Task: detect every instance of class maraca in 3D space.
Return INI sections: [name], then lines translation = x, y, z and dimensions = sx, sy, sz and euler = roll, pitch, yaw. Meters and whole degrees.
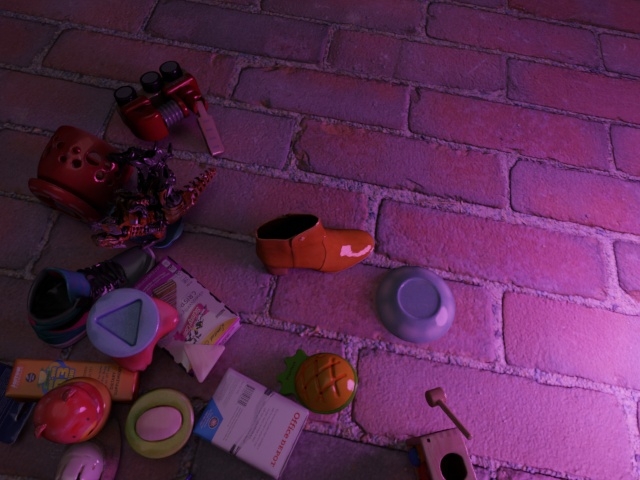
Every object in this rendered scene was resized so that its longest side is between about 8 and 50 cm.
[maraca]
translation = -0.008, 0.295, 0.964
dimensions = 0.185, 0.099, 0.127
euler = 8, 58, 30

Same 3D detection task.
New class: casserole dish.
[casserole dish]
translation = -0.428, -0.040, 1.128
dimensions = 0.188, 0.037, 0.114
euler = 17, 65, 6

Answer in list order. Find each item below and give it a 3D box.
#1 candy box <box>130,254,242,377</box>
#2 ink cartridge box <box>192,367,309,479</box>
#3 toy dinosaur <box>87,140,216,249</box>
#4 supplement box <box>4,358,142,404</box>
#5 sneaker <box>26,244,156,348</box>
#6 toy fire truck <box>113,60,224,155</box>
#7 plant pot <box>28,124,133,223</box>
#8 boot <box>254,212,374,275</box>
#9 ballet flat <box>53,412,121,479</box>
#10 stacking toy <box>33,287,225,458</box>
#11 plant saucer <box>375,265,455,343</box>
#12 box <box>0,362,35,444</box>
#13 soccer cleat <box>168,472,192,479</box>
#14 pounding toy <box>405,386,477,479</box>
[candy box]
translation = -0.315, 0.166, 1.017
dimensions = 0.233, 0.071, 0.159
euler = 37, 69, 13
[ink cartridge box]
translation = -0.137, 0.370, 0.924
dimensions = 0.190, 0.082, 0.140
euler = 26, 66, 7
[toy dinosaur]
translation = -0.390, -0.106, 1.060
dimensions = 0.164, 0.219, 0.322
euler = 0, 29, 23
[supplement box]
translation = -0.493, 0.289, 0.924
dimensions = 0.233, 0.080, 0.078
euler = 5, 65, -11
[sneaker]
translation = -0.501, 0.091, 0.981
dimensions = 0.123, 0.178, 0.295
euler = 37, 67, 13
[toy fire truck]
translation = -0.389, -0.326, 1.222
dimensions = 0.217, 0.159, 0.246
euler = -39, 62, -20
[plant pot]
translation = -0.579, -0.151, 1.089
dimensions = 0.190, 0.191, 0.174
euler = 23, 70, 7
[boot]
translation = -0.001, -0.001, 1.038
dimensions = 0.294, 0.211, 0.104
euler = -13, 67, -10
[ballet flat]
translation = -0.455, 0.477, 0.840
dimensions = 0.107, 0.106, 0.317
euler = 5, 64, -1
[stacking toy]
translation = -0.348, 0.257, 0.852
dimensions = 0.279, 0.130, 0.309
euler = 24, 70, -3
[plant saucer]
translation = 0.231, 0.143, 1.081
dimensions = 0.194, 0.037, 0.195
euler = 2, 65, -4
[box]
translation = -0.694, 0.320, 0.938
dimensions = 0.225, 0.037, 0.137
euler = 17, 65, 4
[soccer cleat]
translation = -0.211, 0.567, 0.822
dimensions = 0.121, 0.093, 0.289
euler = -30, 70, -24
[pounding toy]
translation = 0.223, 0.398, 0.878
dimensions = 0.094, 0.181, 0.206
euler = -11, 66, -8
